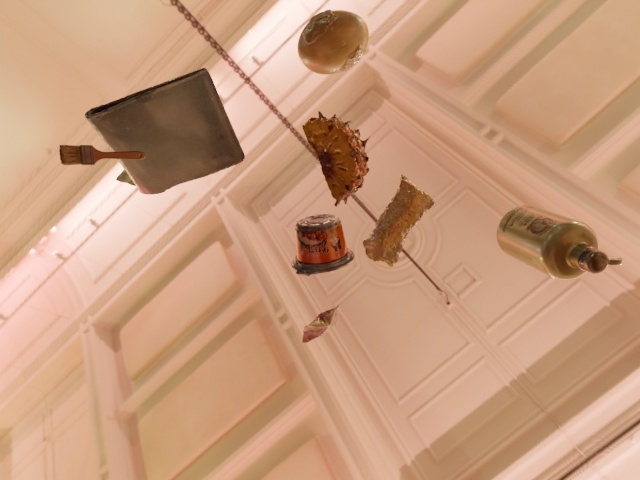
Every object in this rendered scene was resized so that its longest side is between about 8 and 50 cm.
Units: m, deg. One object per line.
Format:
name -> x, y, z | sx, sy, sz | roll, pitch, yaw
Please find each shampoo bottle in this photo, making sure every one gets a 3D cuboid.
shampoo bottle -> 0.306, 0.006, 0.585 | 0.079, 0.079, 0.162 | -45, -162, 5

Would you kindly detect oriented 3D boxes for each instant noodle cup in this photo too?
instant noodle cup -> 0.000, 0.000, 1.223 | 0.177, 0.125, 0.208 | -2, -161, 16

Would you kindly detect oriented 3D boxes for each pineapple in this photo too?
pineapple -> 0.056, -0.208, 1.074 | 0.135, 0.079, 0.233 | -20, -80, 27

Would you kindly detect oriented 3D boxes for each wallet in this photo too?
wallet -> -0.354, -0.245, 1.056 | 0.290, 0.251, 0.054 | -21, -133, -1

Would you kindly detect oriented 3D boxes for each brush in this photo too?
brush -> -0.467, -0.184, 0.964 | 0.014, 0.170, 0.043 | 5, -80, 55

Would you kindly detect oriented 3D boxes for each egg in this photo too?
egg -> 0.034, -0.544, 1.222 | 0.201, 0.164, 0.164 | -19, -126, 8

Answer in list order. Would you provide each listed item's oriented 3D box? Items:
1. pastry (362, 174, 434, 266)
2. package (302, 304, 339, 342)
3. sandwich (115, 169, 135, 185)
pastry -> 0.213, -0.044, 1.225 | 0.121, 0.089, 0.258 | 28, -101, 15
package -> 0.003, 0.154, 0.819 | 0.083, 0.059, 0.029 | -27, -125, -26
sandwich -> -0.504, -0.251, 1.323 | 0.117, 0.187, 0.144 | 16, -64, 33
